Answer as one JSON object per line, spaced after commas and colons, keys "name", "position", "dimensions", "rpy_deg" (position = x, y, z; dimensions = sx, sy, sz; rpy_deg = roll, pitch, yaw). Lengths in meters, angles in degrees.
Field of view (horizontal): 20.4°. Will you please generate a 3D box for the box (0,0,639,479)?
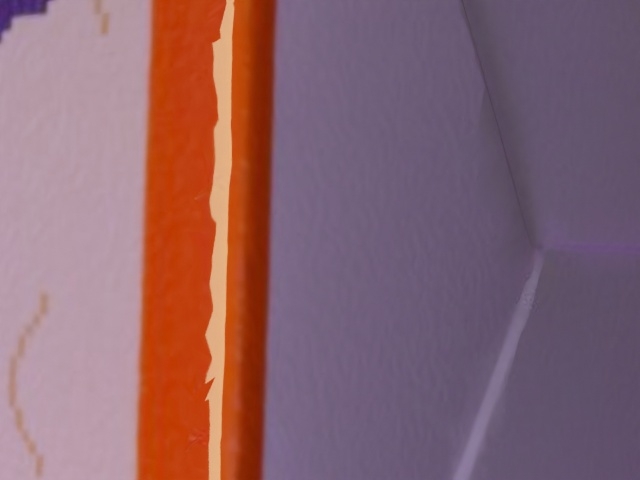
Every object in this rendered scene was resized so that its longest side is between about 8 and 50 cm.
{"name": "box", "position": [0.000, 0.000, 0.514], "dimensions": [0.256, 0.348, 0.319], "rpy_deg": [3, 92, 41]}
